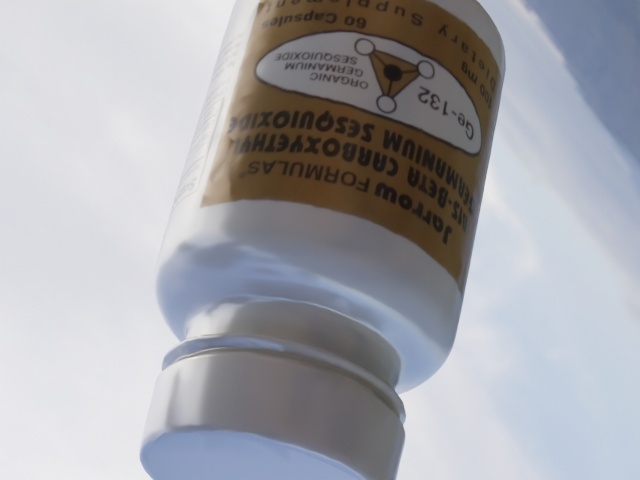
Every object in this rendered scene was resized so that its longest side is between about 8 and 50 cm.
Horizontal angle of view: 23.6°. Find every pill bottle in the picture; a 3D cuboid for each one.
[{"bbox_3d":[0.000,0.000,0.658,0.131,0.131,0.229,38,-128,-37],"label":"pill bottle"}]
